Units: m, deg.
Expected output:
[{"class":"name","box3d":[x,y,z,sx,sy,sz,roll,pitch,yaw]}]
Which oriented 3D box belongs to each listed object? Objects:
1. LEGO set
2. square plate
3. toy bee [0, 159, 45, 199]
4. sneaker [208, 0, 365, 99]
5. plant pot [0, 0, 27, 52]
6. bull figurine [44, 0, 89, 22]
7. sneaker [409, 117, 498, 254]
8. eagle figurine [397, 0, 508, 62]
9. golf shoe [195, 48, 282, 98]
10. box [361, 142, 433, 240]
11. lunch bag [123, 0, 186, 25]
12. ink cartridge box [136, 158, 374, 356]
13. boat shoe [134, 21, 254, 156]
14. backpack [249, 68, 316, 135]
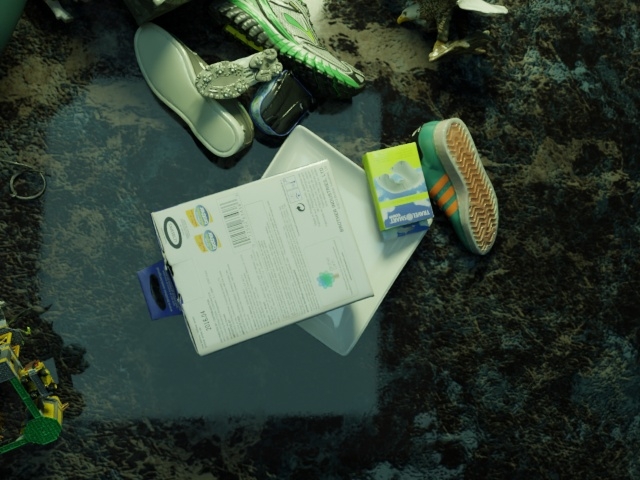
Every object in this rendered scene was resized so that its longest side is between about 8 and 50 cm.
[{"class":"LEGO set","box3d":[-0.632,0.273,1.106,0.331,0.192,0.255,-28,121,-7]},{"class":"square plate","box3d":[0.000,0.000,1.259,0.347,0.049,0.344,34,83,-6]},{"class":"toy bee","box3d":[-0.648,-0.209,1.111,0.298,0.162,0.195,17,82,-8]},{"class":"sneaker","box3d":[-0.047,-0.411,1.233,0.343,0.134,0.146,36,81,-5]},{"class":"plant pot","box3d":[-0.646,-0.398,1.010,0.293,0.293,0.235,27,114,-7]},{"class":"bull figurine","box3d":[-0.427,-0.562,1.196,0.310,0.101,0.189,-26,93,-10]},{"class":"sneaker","box3d":[0.278,-0.110,1.292,0.108,0.121,0.302,-34,111,-30]},{"class":"eagle figurine","box3d":[0.236,-0.521,1.261,0.225,0.226,0.298,-15,94,10]},{"class":"golf shoe","box3d":[-0.162,-0.312,1.174,0.176,0.086,0.069,-23,109,-24]},{"class":"box","box3d":[0.158,-0.098,1.245,0.109,0.042,0.178,-14,89,-10]},{"class":"lunch bag","box3d":[-0.261,-0.569,1.122,0.287,0.169,0.235,-38,109,-23]},{"class":"ink cartridge box","box3d":[-0.137,0.038,1.135,0.395,0.151,0.270,-18,89,-10]},{"class":"boat shoe","box3d":[-0.246,-0.298,1.216,0.109,0.091,0.305,-39,90,30]},{"class":"backpack","box3d":[-0.087,-0.270,1.233,0.105,0.084,0.114,43,74,-35]}]
